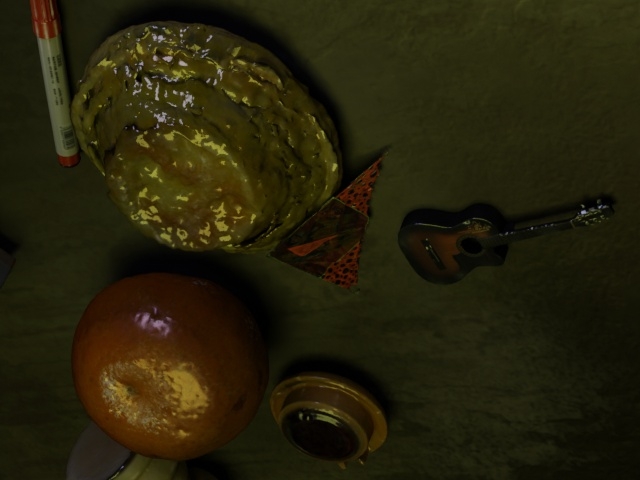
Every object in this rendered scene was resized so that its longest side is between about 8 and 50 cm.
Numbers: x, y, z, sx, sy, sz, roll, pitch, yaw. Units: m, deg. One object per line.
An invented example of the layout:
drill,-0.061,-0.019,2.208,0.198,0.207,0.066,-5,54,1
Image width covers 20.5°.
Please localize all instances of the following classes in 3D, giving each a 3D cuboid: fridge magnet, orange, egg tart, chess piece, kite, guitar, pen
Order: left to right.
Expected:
pen,-0.271,-0.170,1.811,0.028,0.028,0.239,10,135,12
orange,-0.166,0.134,1.966,0.224,0.170,0.224,8,114,19
chess piece,-0.181,0.322,2.184,0.143,0.142,0.261,-21,126,36
egg tart,-0.122,-0.082,1.768,0.294,0.123,0.294,10,137,9
kite,0.000,-0.001,1.820,0.125,0.008,0.222,-17,143,-23
fridge magnet,0.008,0.205,2.040,0.143,0.063,0.143,12,139,11
guitar,0.187,-0.009,1.787,0.233,0.025,0.088,-14,126,31

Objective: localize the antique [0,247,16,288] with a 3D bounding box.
antique,-0.453,0.049,2.011,0.147,0.148,0.152,37,134,-16
